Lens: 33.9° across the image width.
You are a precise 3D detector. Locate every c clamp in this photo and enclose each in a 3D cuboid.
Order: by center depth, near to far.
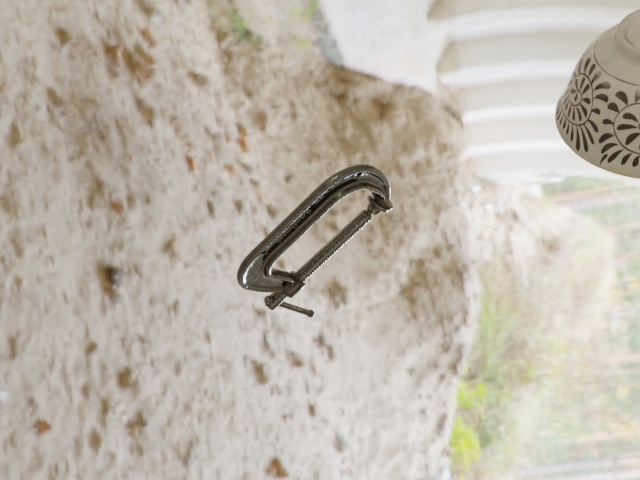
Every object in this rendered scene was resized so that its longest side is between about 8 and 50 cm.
[{"bbox_3d":[0.000,0.000,0.821,0.137,0.161,0.022,11,40,-54],"label":"c clamp"}]

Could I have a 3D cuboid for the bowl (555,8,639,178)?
[{"bbox_3d":[0.267,-0.130,0.811,0.170,0.170,0.080,-90,170,-47],"label":"bowl"}]
